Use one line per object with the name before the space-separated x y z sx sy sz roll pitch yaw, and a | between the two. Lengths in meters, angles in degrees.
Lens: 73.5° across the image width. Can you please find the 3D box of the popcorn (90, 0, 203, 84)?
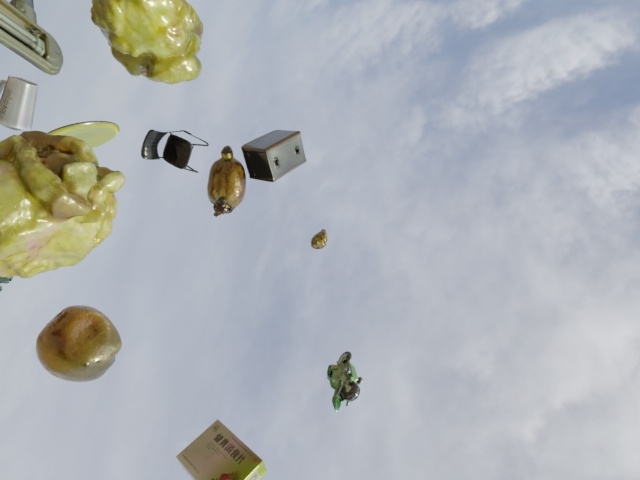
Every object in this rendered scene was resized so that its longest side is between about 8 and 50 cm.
popcorn | -0.394 -0.497 1.004 0.235 0.241 0.250 -11 -142 -16

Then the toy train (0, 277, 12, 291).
toy train | -1.070 0.081 1.288 0.301 0.202 0.120 119 -19 -45

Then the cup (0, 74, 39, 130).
cup | -0.735 -0.332 1.022 0.104 0.074 0.116 24 -76 3

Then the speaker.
speaker | -0.202 -0.380 1.894 0.193 0.153 0.231 13 -141 37

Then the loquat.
loquat | -0.915 0.395 1.633 0.276 0.284 0.276 -50 -167 17

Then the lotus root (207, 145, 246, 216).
lotus root | -0.411 -0.258 1.892 0.169 0.141 0.314 10 -81 10

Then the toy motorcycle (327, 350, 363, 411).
toy motorcycle | 0.067 0.426 1.319 0.106 0.074 0.190 -40 -156 15

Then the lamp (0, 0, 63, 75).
lamp | -0.318 -0.360 0.472 0.124 0.203 0.283 39 -85 2

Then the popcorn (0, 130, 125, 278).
popcorn | -0.445 -0.062 0.673 0.259 0.259 0.212 -45 -104 5

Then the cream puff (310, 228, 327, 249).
cream puff | 0.000 0.000 1.578 0.083 0.058 0.083 -39 -173 -14

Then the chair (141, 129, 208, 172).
chair | -0.587 -0.363 1.730 0.145 0.221 0.140 30 -73 14

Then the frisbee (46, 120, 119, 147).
frisbee | -0.733 -0.312 1.308 0.236 0.236 0.017 -19 -87 26

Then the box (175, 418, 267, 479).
box | -0.322 0.721 1.385 0.260 0.062 0.175 18 -138 41
